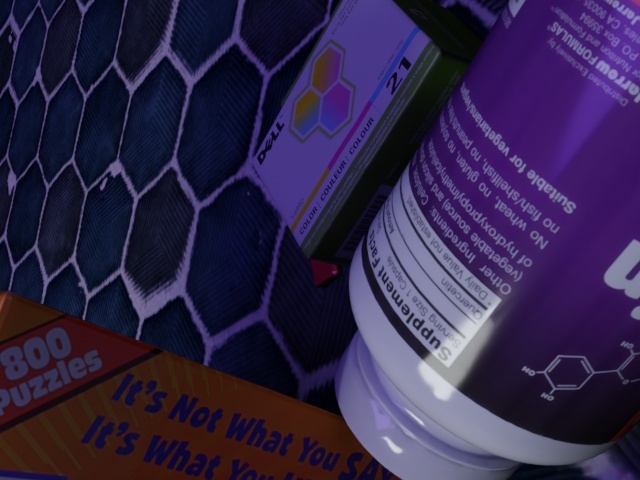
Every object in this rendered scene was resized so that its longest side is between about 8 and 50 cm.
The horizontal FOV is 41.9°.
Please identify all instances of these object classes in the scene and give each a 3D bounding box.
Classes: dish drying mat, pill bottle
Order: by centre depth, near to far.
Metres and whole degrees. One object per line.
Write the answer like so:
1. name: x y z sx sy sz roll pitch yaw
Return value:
1. pill bottle: 0.134 -0.012 0.436 0.323 0.181 0.181 -60 41 30
2. dish drying mat: 0.000 0.000 0.761 0.032 0.008 0.083 -38 52 40

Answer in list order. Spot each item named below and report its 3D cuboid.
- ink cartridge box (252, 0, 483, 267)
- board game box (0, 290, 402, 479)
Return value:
1. ink cartridge box: 0.020 -0.127 0.693 0.189 0.097 0.255 -57 43 26
2. board game box: -0.170 0.254 0.569 0.356 0.356 0.357 -1 66 53
